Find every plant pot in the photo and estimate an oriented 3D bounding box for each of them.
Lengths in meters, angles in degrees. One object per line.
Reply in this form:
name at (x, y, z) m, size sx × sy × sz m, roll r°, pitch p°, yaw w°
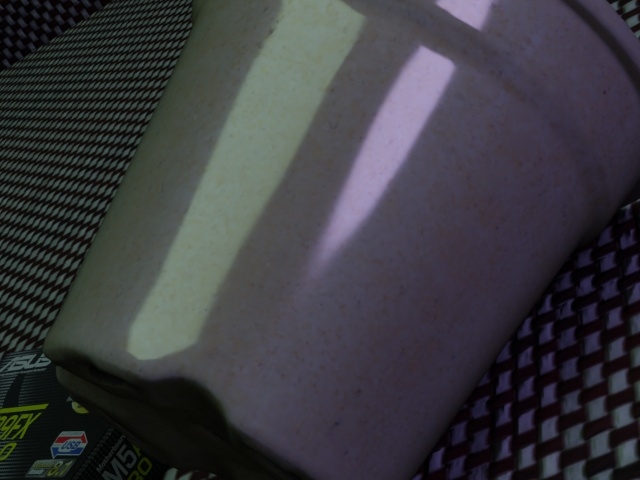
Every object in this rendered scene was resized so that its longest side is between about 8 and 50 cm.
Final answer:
plant pot at (0.000, 0.000, 0.871) m, size 0.334 × 0.334 × 0.305 m, roll 1°, pitch 54°, yaw 55°

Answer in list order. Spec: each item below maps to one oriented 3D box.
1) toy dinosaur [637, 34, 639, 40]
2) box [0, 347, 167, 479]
toy dinosaur at (0.270, -0.124, 0.995) m, size 0.118 × 0.064 × 0.268 m, roll -41°, pitch 25°, yaw 7°
box at (-0.227, 0.175, 1.138) m, size 0.270 × 0.060 × 0.216 m, roll -10°, pitch 36°, yaw 46°
